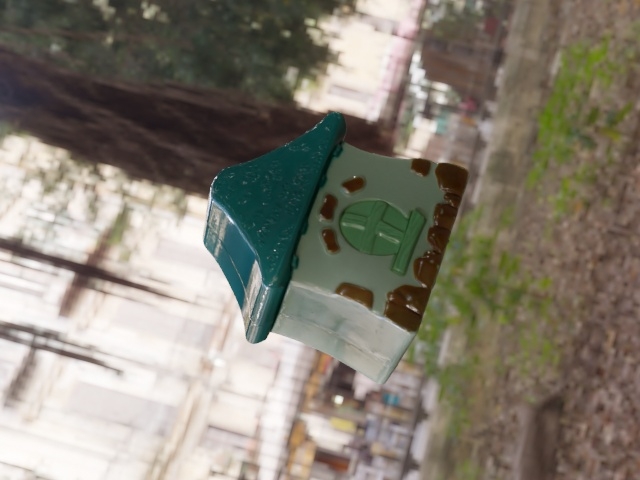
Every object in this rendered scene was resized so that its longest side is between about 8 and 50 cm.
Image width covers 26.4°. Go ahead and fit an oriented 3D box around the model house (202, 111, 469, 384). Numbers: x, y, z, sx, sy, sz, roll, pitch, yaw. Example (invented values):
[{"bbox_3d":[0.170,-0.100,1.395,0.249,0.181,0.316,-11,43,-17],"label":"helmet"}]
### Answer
[{"bbox_3d":[0.000,0.000,0.844,0.100,0.148,0.127,107,-177,-63],"label":"model house"}]
